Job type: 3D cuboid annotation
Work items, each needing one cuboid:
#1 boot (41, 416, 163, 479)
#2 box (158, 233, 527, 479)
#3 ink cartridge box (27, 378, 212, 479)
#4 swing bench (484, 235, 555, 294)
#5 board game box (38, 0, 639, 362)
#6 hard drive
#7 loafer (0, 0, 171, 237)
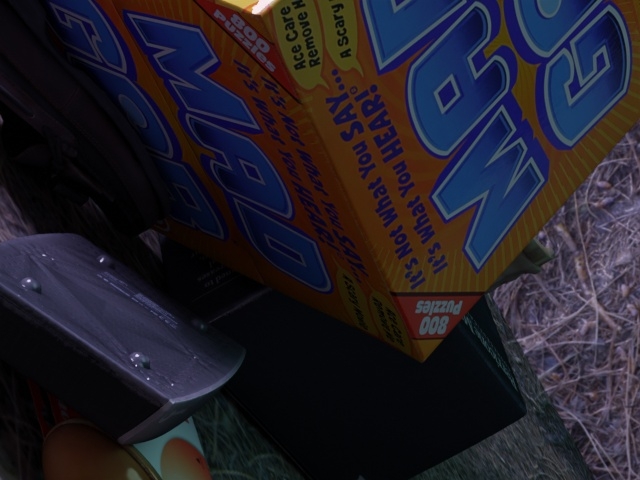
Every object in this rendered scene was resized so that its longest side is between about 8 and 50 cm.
[{"bbox_3d":[-0.136,0.190,1.048,0.197,0.073,0.152,61,16,16],"label":"boot"},{"bbox_3d":[0.000,0.000,1.724,0.293,0.212,0.395,51,15,-39],"label":"box"},{"bbox_3d":[-0.134,0.139,1.245,0.179,0.045,0.145,48,16,-54],"label":"ink cartridge box"},{"bbox_3d":[0.094,-0.024,2.070,0.255,0.253,0.165,61,12,9],"label":"swing bench"},{"bbox_3d":[0.012,-0.198,1.404,0.356,0.356,0.356,25,-27,40],"label":"board game box"},{"bbox_3d":[-0.144,0.063,1.202,0.172,0.054,0.254,34,7,4],"label":"hard drive"},{"bbox_3d":[-0.229,-0.106,1.379,0.109,0.095,0.302,16,-34,52],"label":"loafer"}]
